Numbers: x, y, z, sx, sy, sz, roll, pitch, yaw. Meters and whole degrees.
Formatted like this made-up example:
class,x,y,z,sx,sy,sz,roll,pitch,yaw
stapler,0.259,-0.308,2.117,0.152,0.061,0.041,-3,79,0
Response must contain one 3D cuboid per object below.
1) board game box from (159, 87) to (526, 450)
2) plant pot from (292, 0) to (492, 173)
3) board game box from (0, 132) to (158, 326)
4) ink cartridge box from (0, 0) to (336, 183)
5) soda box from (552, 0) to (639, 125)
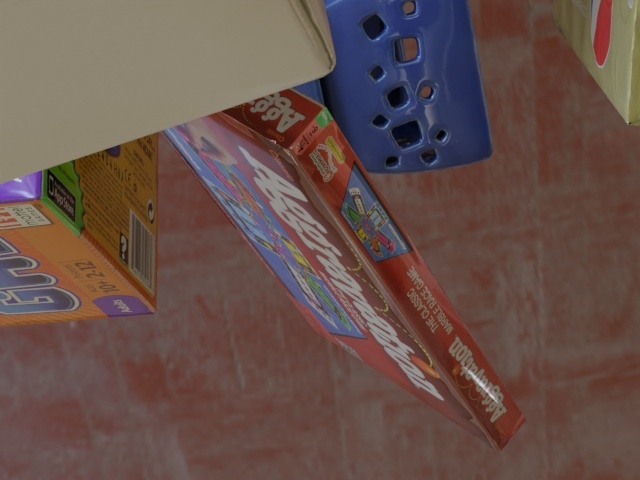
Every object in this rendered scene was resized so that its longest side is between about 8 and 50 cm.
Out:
class,x,y,z,sx,sy,sz,roll,pitch,yaw
board game box,0.000,0.000,0.776,0.027,0.145,0.281,-50,141,-12
plant pot,0.029,-0.188,1.709,0.212,0.236,0.236,-18,113,-15
board game box,-0.375,-0.131,1.576,0.356,0.356,0.356,-4,161,10
ink cartridge box,-0.133,-0.185,0.583,0.198,0.270,0.197,-17,149,10
soda box,0.131,-0.096,0.623,0.058,0.181,0.061,0,109,-1
